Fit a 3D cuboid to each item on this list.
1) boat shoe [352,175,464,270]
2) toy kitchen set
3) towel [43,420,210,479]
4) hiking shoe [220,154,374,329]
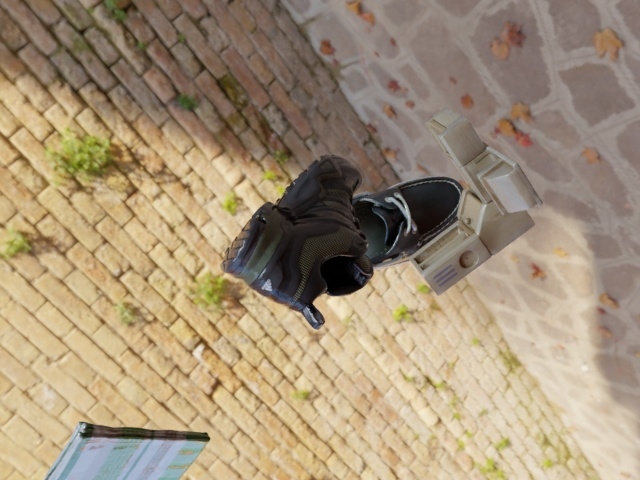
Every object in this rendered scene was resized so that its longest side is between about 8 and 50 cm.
[{"bbox_3d":[0.077,-0.012,0.902,0.114,0.302,0.091,59,167,8],"label":"boat shoe"},{"bbox_3d":[0.077,-0.017,0.383,0.083,0.075,0.068,51,-175,-24],"label":"toy kitchen set"},{"bbox_3d":[-0.212,0.241,0.736,0.152,0.113,0.023,16,-145,-36],"label":"towel"},{"bbox_3d":[0.000,0.000,0.621,0.114,0.227,0.086,43,126,-1],"label":"hiking shoe"}]
